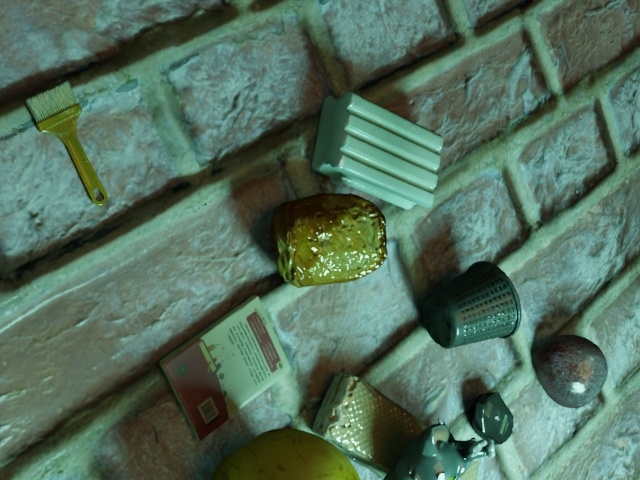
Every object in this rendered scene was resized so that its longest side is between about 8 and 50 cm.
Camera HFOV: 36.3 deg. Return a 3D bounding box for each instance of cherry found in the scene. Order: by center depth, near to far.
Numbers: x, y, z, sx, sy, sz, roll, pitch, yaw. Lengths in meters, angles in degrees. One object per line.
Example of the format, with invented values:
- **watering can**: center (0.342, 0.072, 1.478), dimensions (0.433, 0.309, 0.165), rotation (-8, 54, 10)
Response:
- **cherry**: center (0.586, 0.297, 2.273), dimensions (0.176, 0.140, 0.176), rotation (0, 91, -26)

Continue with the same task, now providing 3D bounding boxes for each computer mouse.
- **computer mouse**: center (0.371, 0.392, 2.145), dimensions (0.172, 0.057, 0.099), rotation (44, 58, -42)

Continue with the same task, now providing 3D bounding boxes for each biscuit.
- **biscuit**: center (0.157, 0.417, 1.946), dimensions (0.426, 0.078, 0.144), rotation (39, 64, -31)

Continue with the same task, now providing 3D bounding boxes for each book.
- **book**: center (-0.164, 0.222, 1.729), dimensions (0.232, 0.022, 0.162), rotation (-36, 111, -36)

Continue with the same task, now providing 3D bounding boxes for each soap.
- **soap**: center (0.118, -0.175, 1.950), dimensions (0.265, 0.087, 0.160), rotation (19, 74, -38)

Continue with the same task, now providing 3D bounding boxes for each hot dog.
- **hot dog**: center (0.000, 0.000, 1.827), dimensions (0.259, 0.114, 0.175), rotation (-6, 95, -38)

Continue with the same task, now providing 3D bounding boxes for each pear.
- **pear**: center (-0.054, 0.457, 1.650), dimensions (0.280, 0.280, 0.281), rotation (3, 85, -40)

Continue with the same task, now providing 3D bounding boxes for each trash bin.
- **trash bin**: center (0.304, 0.146, 2.047), dimensions (0.161, 0.175, 0.176), rotation (-17, 98, -27)

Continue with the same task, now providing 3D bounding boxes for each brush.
- **brush**: center (-0.395, -0.149, 1.571), dimensions (0.083, 0.011, 0.205), rotation (-36, 110, -36)

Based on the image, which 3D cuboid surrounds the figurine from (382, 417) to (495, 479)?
- **figurine**: center (0.244, 0.413, 1.879), dimensions (0.140, 0.193, 0.265), rotation (43, 31, 11)
